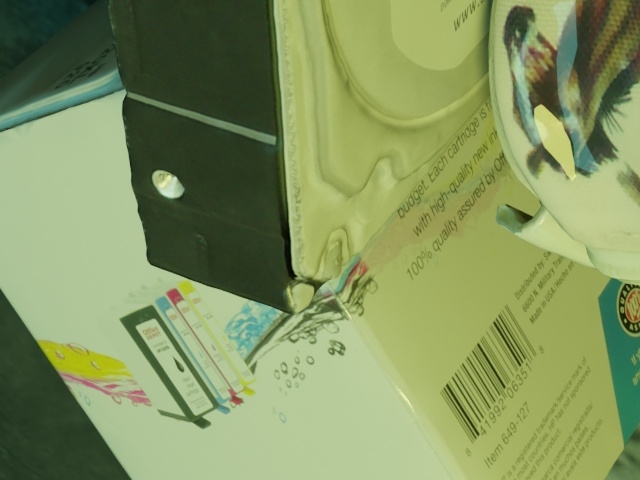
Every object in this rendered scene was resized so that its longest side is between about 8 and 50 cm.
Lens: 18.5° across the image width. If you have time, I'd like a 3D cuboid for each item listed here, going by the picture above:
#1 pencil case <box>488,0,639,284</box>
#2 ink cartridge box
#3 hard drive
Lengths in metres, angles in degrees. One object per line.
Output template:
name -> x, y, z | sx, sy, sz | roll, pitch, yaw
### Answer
pencil case -> 0.229, -0.028, 0.503 | 0.410, 0.184, 0.160 | 17, 166, 47
ink cartridge box -> 0.000, 0.000, 0.761 | 0.168, 0.171, 0.233 | -14, 115, 44
hard drive -> 0.021, -0.178, 0.540 | 0.064, 0.237, 0.339 | 17, 133, 25
